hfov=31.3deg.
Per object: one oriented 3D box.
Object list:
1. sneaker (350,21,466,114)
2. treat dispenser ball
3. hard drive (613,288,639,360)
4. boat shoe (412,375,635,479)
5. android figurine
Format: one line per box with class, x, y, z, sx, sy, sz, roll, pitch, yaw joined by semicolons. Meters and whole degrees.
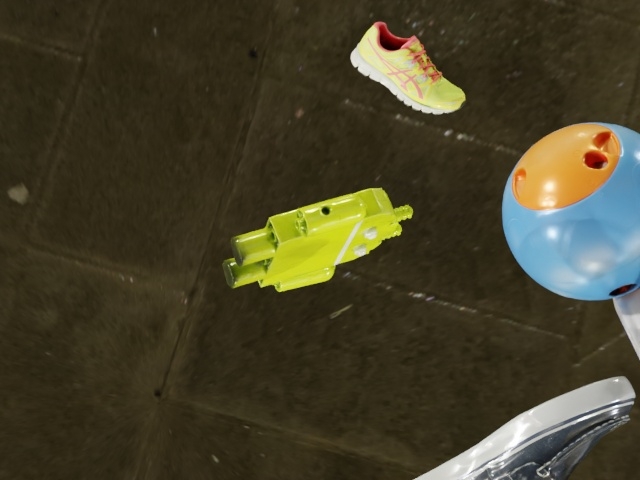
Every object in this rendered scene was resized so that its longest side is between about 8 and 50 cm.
sneaker;0.150;-0.283;1.870;0.209;0.094;0.081;31;39;8
treat dispenser ball;0.439;-0.047;1.847;0.288;0.288;0.288;1;82;-8
hard drive;0.638;0.108;1.768;0.319;0.210;0.040;-17;120;7
boat shoe;0.125;0.158;0.695;0.183;0.065;0.083;-35;67;18
android figurine;0.000;0.000;1.628;0.273;0.248;0.056;-14;70;-20
